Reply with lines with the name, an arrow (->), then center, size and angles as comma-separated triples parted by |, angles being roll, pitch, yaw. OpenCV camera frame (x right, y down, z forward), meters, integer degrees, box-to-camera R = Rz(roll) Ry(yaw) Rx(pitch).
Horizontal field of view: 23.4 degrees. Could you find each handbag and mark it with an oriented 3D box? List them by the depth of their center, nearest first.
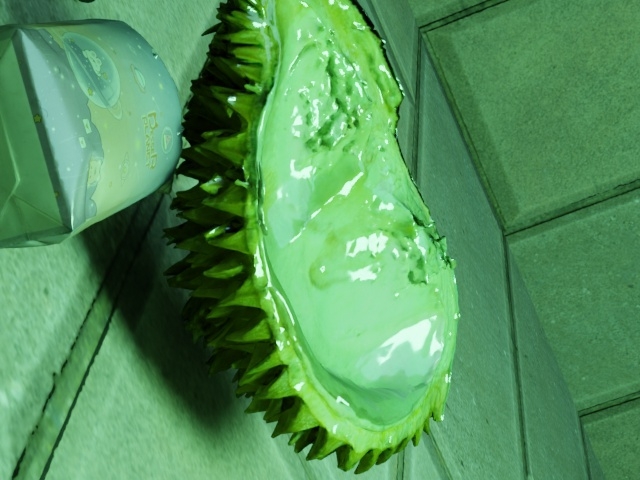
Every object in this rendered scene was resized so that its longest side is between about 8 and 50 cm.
handbag -> -0.143, -0.064, 0.863 | 0.173, 0.095, 0.117 | -33, 112, -70

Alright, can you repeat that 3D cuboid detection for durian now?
durian -> 0.004, 0.005, 0.999 | 0.163, 0.198, 0.394 | -129, -160, -58

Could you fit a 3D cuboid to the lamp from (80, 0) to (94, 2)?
lamp -> -0.178, -0.214, 1.060 | 0.054, 0.041, 0.121 | -80, 153, -48
